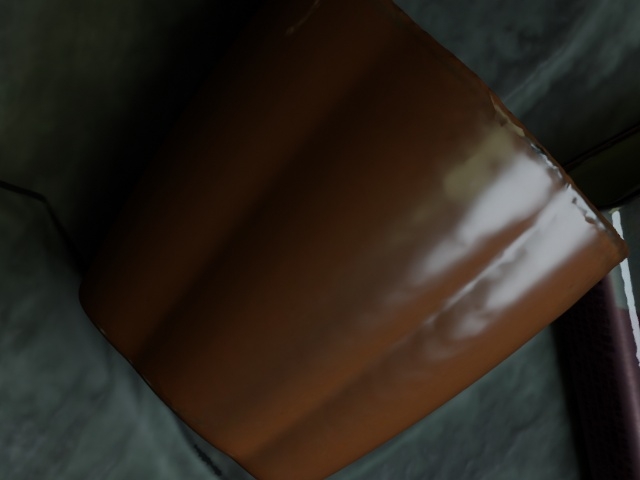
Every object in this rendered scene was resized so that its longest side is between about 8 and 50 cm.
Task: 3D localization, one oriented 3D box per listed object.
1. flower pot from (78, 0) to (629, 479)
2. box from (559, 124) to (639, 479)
[{"bbox_3d":[0.000,0.000,0.664,0.173,0.190,0.190,-44,126,0],"label":"flower pot"},{"bbox_3d":[0.191,0.051,0.870,0.120,0.069,0.224,-29,120,-23],"label":"box"}]
